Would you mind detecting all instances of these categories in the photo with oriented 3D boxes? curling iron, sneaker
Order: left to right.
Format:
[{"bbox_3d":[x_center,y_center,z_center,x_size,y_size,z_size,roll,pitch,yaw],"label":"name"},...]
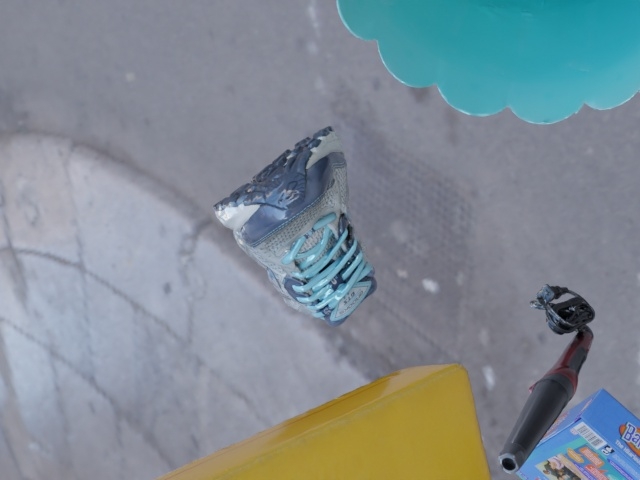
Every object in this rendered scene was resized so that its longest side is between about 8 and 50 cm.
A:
[{"bbox_3d":[0.000,0.000,0.991,0.122,0.110,0.283,54,177,8],"label":"sneaker"},{"bbox_3d":[0.183,0.114,1.050,0.068,0.274,0.035,38,123,0],"label":"curling iron"}]

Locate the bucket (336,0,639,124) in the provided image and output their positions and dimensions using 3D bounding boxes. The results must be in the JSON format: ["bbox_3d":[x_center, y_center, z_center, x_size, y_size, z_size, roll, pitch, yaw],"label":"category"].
[{"bbox_3d":[0.155,-0.244,0.943,0.281,0.183,0.281,10,135,10],"label":"bucket"}]

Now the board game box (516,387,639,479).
[{"bbox_3d":[0.306,0.254,1.358,0.160,0.047,0.210,42,153,5],"label":"board game box"}]

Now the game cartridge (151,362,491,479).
[{"bbox_3d":[0.005,0.240,0.526,0.053,0.285,0.323,-12,92,39],"label":"game cartridge"}]
